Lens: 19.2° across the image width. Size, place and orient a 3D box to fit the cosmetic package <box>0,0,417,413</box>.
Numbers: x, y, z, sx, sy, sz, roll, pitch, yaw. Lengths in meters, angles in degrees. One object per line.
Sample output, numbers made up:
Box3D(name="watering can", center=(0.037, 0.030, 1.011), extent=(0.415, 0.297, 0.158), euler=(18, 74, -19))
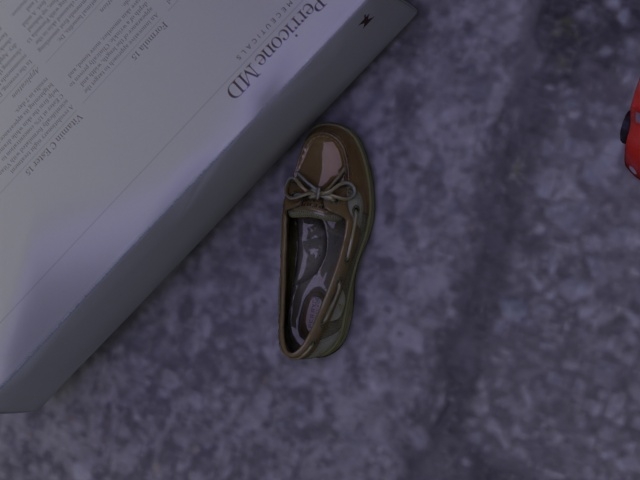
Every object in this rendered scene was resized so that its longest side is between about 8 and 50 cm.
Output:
Box3D(name="cosmetic package", center=(-0.169, -0.116, 1.235), extent=(0.377, 0.097, 0.284), euler=(-45, 72, 11))

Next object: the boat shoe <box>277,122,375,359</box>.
Box3D(name="boat shoe", center=(-0.002, 0.000, 1.211), extent=(0.056, 0.048, 0.153), euler=(11, 94, 20))

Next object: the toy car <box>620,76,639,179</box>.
Box3D(name="toy car", center=(0.221, -0.178, 1.126), extent=(0.239, 0.053, 0.225), euler=(-43, 77, 15))
